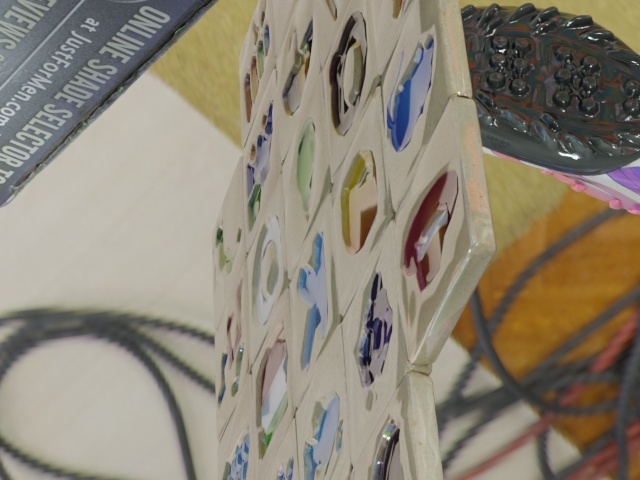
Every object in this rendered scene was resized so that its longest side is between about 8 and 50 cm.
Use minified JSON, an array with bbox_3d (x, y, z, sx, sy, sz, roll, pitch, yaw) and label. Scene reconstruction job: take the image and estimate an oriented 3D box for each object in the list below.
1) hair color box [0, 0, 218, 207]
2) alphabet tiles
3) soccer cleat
[{"bbox_3d":[-0.092,-0.203,0.709,0.110,0.339,0.185,23,142,-26],"label":"hair color box"},{"bbox_3d":[0.000,0.000,0.688,0.011,0.343,0.285,8,140,-14],"label":"alphabet tiles"},{"bbox_3d":[0.188,-0.055,1.135,0.318,0.109,0.116,10,147,-8],"label":"soccer cleat"}]
